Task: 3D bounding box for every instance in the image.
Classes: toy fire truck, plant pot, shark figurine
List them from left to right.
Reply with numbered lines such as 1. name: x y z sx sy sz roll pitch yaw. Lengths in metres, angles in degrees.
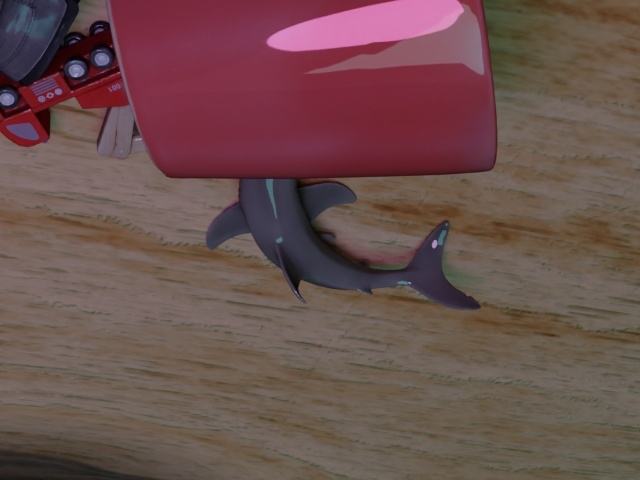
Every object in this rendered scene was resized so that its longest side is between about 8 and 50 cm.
1. toy fire truck: -0.175 -0.115 1.031 0.192 0.047 0.135 -22 130 7
2. plant pot: -0.016 -0.163 0.886 0.243 0.275 0.275 -11 131 4
3. shark figurine: 0.005 0.021 1.145 0.278 0.116 0.166 33 119 -30

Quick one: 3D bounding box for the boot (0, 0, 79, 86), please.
1. boot: -0.312 -0.166 0.913 0.222 0.118 0.338 26 120 -31
